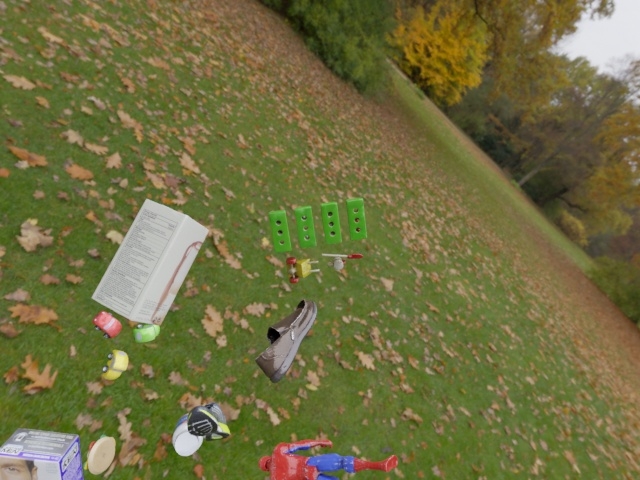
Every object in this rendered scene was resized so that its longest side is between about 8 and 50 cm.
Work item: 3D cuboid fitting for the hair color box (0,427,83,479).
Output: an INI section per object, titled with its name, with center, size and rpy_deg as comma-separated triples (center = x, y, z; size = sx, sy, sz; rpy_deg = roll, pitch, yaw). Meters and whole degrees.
[hair color box]
center = -0.826, 0.737, 1.236
size = 0.184, 0.340, 0.110
rpy_deg = 7, 19, 0

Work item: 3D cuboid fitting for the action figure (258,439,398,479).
[action figure]
center = 0.018, 0.416, 0.751
size = 0.139, 0.280, 0.092
rpy_deg = 29, 57, -53

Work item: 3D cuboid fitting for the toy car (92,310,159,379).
[toy car]
center = -0.643, 0.335, 1.416
size = 0.224, 0.053, 0.239
rpy_deg = -17, 107, -53

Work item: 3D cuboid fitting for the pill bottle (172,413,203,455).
[pill bottle]
center = -0.556, 0.820, 1.743
size = 0.124, 0.124, 0.221
rpy_deg = 43, -15, -6

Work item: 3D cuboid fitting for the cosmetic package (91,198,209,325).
[cosmetic package]
center = -0.451, 0.060, 1.116
size = 0.153, 0.297, 0.129
rpy_deg = 22, -10, 20

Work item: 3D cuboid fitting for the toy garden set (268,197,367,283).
[toy garden set]
center = 0.000, 0.000, 1.106
size = 0.049, 0.243, 0.204
rpy_deg = -102, -177, -71

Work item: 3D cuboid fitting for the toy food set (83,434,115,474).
[toy food set]
center = -0.524, 0.510, 0.985
size = 0.083, 0.020, 0.084
rpy_deg = 64, 29, -54

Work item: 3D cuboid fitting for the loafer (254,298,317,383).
[loafer]
center = -0.122, 0.335, 1.510
size = 0.130, 0.134, 0.366
rpy_deg = 35, 39, -3

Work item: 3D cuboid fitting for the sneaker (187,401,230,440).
[sneaker]
center = -0.439, 0.685, 1.599
size = 0.300, 0.110, 0.121
rpy_deg = 83, -11, -53
